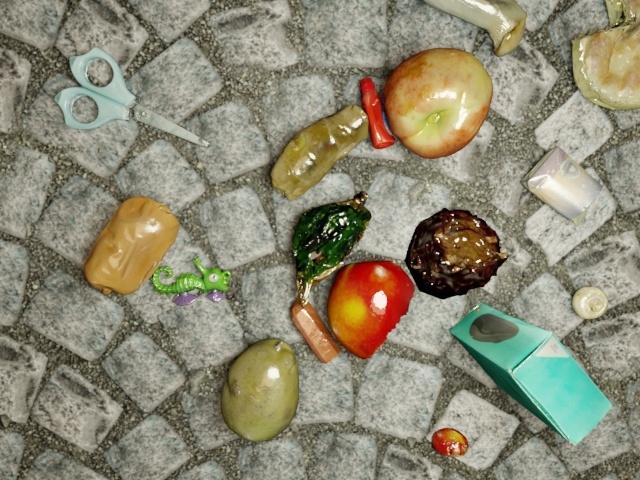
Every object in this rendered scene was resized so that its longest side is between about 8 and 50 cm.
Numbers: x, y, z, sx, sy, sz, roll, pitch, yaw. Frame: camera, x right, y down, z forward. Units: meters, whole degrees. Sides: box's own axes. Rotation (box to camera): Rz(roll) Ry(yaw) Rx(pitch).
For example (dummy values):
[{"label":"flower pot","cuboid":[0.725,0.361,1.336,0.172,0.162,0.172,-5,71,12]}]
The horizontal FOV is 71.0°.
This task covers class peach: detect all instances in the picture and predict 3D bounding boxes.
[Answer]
[{"label":"peach","cuboid":[0.261,-0.314,0.989,0.232,0.257,0.233,10,133,11]},{"label":"peach","cuboid":[0.324,0.502,1.126,0.083,0.077,0.050,-1,102,40]},{"label":"peach","cuboid":[0.119,0.158,1.019,0.195,0.189,0.226,-5,90,-31]}]

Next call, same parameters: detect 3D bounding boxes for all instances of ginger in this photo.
[{"label":"ginger","cuboid":[-0.008,-0.204,1.023,0.263,0.109,0.116,-39,92,-1]}]

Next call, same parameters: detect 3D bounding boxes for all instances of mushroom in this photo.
[{"label":"mushroom","cuboid":[0.669,0.155,1.111,0.083,0.067,0.084,0,101,-2]},{"label":"mushroom","cuboid":[0.339,-0.565,1.013,0.328,0.122,0.159,38,100,-6]}]

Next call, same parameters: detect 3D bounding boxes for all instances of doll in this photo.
[{"label":"doll","cuboid":[-0.305,0.096,1.058,0.190,0.050,0.115,-7,98,-1]}]

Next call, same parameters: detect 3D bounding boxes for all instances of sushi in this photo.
[{"label":"sushi","cuboid":[0.000,0.000,1.022,0.149,0.140,0.287,40,90,-11]}]

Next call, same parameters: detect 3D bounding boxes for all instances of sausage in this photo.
[{"label":"sausage","cuboid":[-0.019,0.211,1.077,0.065,0.065,0.169,-34,97,-1]},{"label":"sausage","cuboid":[-0.425,0.015,1.009,0.136,0.120,0.241,38,92,6]}]

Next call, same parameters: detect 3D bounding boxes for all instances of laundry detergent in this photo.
[{"label":"laundry detergent","cuboid":[0.123,-0.296,1.035,0.049,0.097,0.166,-18,87,22]}]

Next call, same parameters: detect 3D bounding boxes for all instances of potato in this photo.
[{"label":"potato","cuboid":[-0.131,0.337,1.036,0.174,0.159,0.252,9,107,-30]}]

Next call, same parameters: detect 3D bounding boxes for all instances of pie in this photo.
[{"label":"pie","cuboid":[0.751,-0.462,1.070,0.337,0.075,0.338,-1,96,-9]}]

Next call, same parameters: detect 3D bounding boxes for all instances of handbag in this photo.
[{"label":"handbag","cuboid":[0.586,-0.128,1.078,0.173,0.095,0.117,41,96,3]}]

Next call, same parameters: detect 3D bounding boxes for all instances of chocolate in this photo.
[{"label":"chocolate","cuboid":[0.327,0.031,1.028,0.224,0.177,0.207,-28,95,-3]}]

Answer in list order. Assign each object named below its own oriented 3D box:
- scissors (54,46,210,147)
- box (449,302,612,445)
[{"label":"scissors","cuboid":[-0.421,-0.295,1.034,0.360,0.029,0.191,24,96,-7]},{"label":"box","cuboid":[0.438,0.270,0.982,0.118,0.311,0.205,-44,95,-1]}]
